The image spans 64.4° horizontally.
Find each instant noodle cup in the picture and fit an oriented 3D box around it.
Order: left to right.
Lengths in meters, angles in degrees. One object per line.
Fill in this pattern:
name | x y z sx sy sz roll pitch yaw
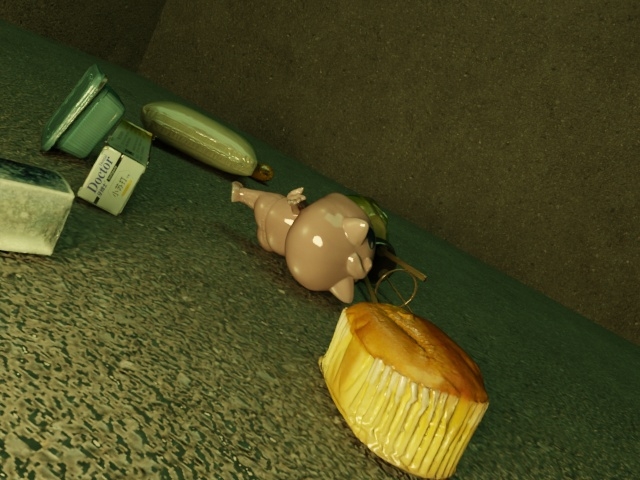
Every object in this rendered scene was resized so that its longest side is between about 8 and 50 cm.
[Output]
instant noodle cup | -0.399 -0.213 0.865 0.070 0.157 0.179 39 3 -36

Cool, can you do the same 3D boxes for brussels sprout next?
brussels sprout | 0.090 -0.035 1.227 0.161 0.143 0.180 61 -4 -6

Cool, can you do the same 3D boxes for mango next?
mango | -0.195 -0.219 1.582 0.114 0.057 0.079 31 19 34

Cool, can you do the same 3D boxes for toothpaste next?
toothpaste | -0.318 -0.129 0.818 0.071 0.089 0.313 30 9 -24

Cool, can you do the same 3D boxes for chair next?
chair | 0.128 0.077 0.952 0.095 0.104 0.221 55 1 -30

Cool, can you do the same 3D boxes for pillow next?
pillow | -0.327 -0.286 1.408 0.322 0.120 0.255 24 12 -15

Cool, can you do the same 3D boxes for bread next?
bread | 0.081 0.136 0.522 0.132 0.114 0.190 20 8 -25

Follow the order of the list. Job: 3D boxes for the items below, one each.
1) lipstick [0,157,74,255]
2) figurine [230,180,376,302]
lipstick | -0.356 -0.048 0.395 0.289 0.076 0.077 11 22 -48
figurine | -0.018 -0.022 0.856 0.287 0.176 0.186 19 28 41
